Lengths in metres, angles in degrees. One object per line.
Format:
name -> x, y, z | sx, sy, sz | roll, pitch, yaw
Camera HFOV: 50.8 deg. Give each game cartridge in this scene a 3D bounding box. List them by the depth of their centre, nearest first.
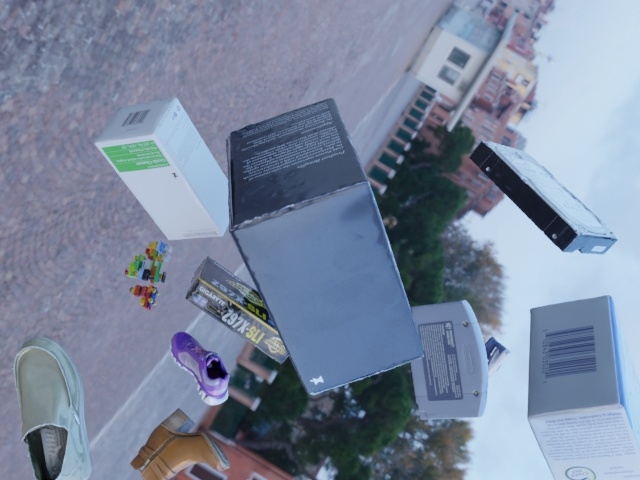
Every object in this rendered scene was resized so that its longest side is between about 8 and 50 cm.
game cartridge -> 0.330, 0.310, 1.748 | 0.062, 0.198, 0.297 | 6, 76, -63

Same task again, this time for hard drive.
hard drive -> 0.537, -0.105, 1.621 | 0.237, 0.339, 0.064 | 4, 130, -45

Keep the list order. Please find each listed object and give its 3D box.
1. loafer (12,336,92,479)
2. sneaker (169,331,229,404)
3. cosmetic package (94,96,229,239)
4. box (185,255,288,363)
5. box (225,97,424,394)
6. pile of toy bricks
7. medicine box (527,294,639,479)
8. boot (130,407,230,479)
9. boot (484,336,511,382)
loafer -> -0.459, 0.295, 1.146 | 0.101, 0.269, 0.092 | -19, 175, 2
sneaker -> -0.323, 0.331, 1.845 | 0.095, 0.236, 0.105 | -22, 149, -41
cosmetic package -> -0.388, -0.178, 1.769 | 0.366, 0.196, 0.155 | 61, 35, -40
box -> -0.219, 0.189, 1.894 | 0.079, 0.322, 0.257 | -52, -170, 8
box -> 0.000, 0.000, 1.566 | 0.297, 0.480, 0.472 | -18, -147, 5
pile of toy bricks -> -0.526, 0.090, 1.988 | 0.118, 0.105, 0.212 | 64, 34, -62
medicine box -> 0.472, 0.292, 1.168 | 0.149, 0.289, 0.263 | -15, -150, 27
boot -> -0.287, 0.453, 1.376 | 0.152, 0.197, 0.073 | -47, 137, -17
boot -> 0.568, 0.417, 2.290 | 0.069, 0.086, 0.190 | -6, 133, -46
